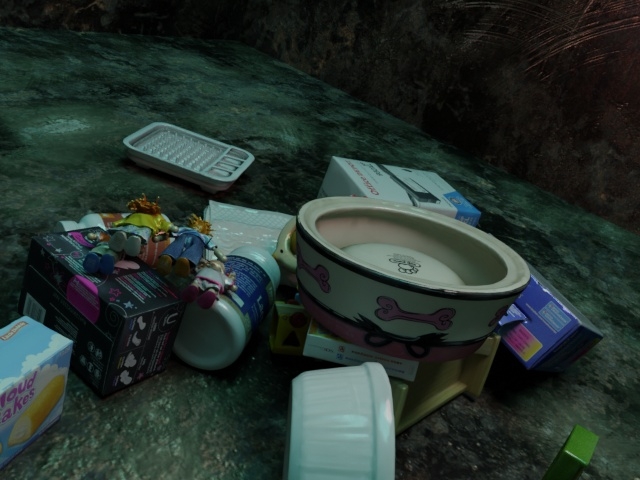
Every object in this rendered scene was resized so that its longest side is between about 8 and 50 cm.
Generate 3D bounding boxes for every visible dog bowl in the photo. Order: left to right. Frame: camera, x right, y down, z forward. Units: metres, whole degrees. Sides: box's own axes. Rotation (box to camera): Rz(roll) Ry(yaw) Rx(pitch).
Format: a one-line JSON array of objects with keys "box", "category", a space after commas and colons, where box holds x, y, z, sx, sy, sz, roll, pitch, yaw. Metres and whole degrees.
[{"box": [0.141, 0.060, 1.101, 0.408, 0.150, 0.408, 12, 20, -5], "category": "dog bowl"}]

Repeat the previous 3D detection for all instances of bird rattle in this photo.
[{"box": [0.000, 0.000, 1.394, 0.207, 0.253, 0.143, 18, -13, 27], "category": "bird rattle"}]

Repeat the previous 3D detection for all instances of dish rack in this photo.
[{"box": [-0.382, -0.238, 1.840, 0.333, 0.072, 0.285, 21, 26, 1], "category": "dish rack"}]

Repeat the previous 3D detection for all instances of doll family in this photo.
[{"box": [-0.249, 0.001, 1.044, 0.263, 0.118, 0.163, 20, 21, -5], "category": "doll family"}]

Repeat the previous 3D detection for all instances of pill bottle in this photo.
[{"box": [-0.418, 0.004, 1.280, 0.216, 0.121, 0.121, -2, 33, -39], "category": "pill bottle"}, {"box": [-0.174, 0.115, 1.199, 0.153, 0.153, 0.264, 22, 26, 5], "category": "pill bottle"}]

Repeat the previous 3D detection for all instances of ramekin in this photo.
[{"box": [0.015, 0.302, 0.860, 0.127, 0.272, 0.273, 4, 27, -4], "category": "ramekin"}]

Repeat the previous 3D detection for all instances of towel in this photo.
[{"box": [-0.125, 0.010, 1.558, 0.332, 0.053, 0.317, 10, 27, -17], "category": "towel"}]

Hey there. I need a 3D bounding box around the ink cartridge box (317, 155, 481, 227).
[{"box": [0.228, -0.100, 1.889, 0.395, 0.166, 0.285, 5, 29, -27], "category": "ink cartridge box"}]

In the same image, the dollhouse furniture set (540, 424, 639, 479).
[{"box": [0.411, 0.454, 0.949, 0.198, 0.151, 0.302, 32, 28, 23], "category": "dollhouse furniture set"}]

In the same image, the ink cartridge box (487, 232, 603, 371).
[{"box": [0.445, 0.144, 1.387, 0.270, 0.151, 0.395, 50, 14, 30], "category": "ink cartridge box"}]

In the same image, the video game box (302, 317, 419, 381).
[{"box": [0.075, 0.154, 1.097, 0.187, 0.048, 0.205, 11, 20, 2], "category": "video game box"}]

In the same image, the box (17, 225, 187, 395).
[{"box": [-0.368, 0.110, 1.061, 0.247, 0.163, 0.142, 33, 25, 25], "category": "box"}]

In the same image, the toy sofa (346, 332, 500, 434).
[{"box": [0.169, 0.245, 1.189, 0.177, 0.150, 0.363, 27, 25, 35], "category": "toy sofa"}]

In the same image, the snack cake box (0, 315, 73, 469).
[{"box": [-0.441, 0.227, 0.792, 0.089, 0.152, 0.264, 25, 26, 10], "category": "snack cake box"}]

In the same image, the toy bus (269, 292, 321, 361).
[{"box": [-0.005, 0.183, 1.236, 0.202, 0.104, 0.191, 17, 12, 33], "category": "toy bus"}]
